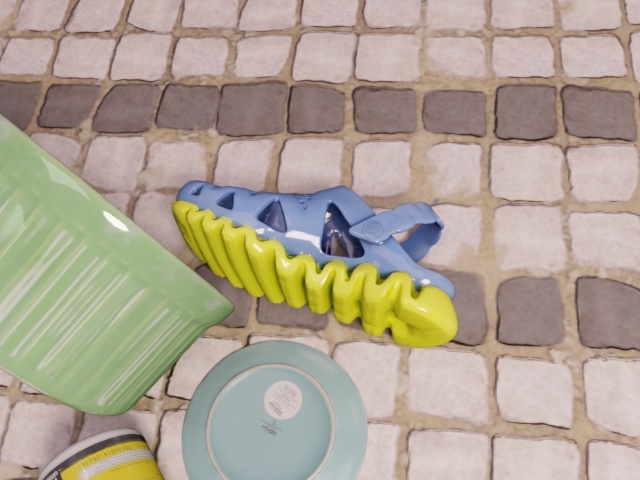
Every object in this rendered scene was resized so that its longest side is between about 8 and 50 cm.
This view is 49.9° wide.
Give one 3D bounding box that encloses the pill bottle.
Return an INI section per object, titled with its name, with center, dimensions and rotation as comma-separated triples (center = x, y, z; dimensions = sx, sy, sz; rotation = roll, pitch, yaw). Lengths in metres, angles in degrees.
[pill bottle]
center = -0.170, 0.268, 0.608
dimensions = 0.103, 0.103, 0.184
rotation = -31, 64, -8

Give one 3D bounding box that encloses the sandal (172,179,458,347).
[sandal]
center = 0.000, 0.000, 0.717
dimensions = 0.317, 0.126, 0.138
rotation = 19, 64, 7

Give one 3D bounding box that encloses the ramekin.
[ramekin]
center = -0.241, 0.024, 0.636
dimensions = 0.303, 0.303, 0.148
rotation = 35, 80, 21

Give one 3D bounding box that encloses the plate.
[plate]
center = -0.048, 0.186, 0.677
dimensions = 0.188, 0.024, 0.188
rotation = -3, 64, 7
